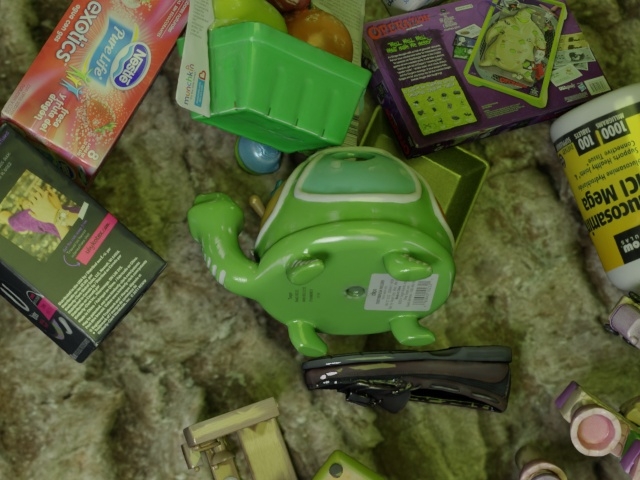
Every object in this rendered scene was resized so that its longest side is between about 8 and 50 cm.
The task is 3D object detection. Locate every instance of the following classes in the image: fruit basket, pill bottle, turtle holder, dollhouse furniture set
[{"bbox_3d":[-0.061,-0.302,1.949,0.327,0.165,0.353,16,68,-46],"label":"fruit basket"},{"bbox_3d":[0.472,-0.047,2.103,0.188,0.188,0.334,-19,82,-20],"label":"pill bottle"},{"bbox_3d":[0.013,0.008,1.916,0.320,0.243,0.227,-16,53,19],"label":"turtle holder"},{"bbox_3d":[-0.095,0.279,1.876,0.144,0.151,0.123,-18,83,-17],"label":"dollhouse furniture set"}]

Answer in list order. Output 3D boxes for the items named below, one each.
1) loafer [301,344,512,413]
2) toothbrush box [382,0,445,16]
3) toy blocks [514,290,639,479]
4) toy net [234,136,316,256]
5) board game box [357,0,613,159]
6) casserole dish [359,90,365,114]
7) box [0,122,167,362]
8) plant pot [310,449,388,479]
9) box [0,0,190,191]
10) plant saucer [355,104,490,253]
[{"bbox_3d":[0.124,0.195,1.988,0.302,0.109,0.095,-2,82,-19],"label":"loafer"},{"bbox_3d":[0.141,-0.495,2.150,0.206,0.122,0.283,-28,87,-20],"label":"toothbrush box"},{"bbox_3d":[0.448,0.285,1.923,0.288,0.260,0.309,33,98,-6],"label":"toy blocks"},{"bbox_3d":[-0.053,-0.045,2.027,0.122,0.045,0.232,4,78,-29],"label":"toy net"},{"bbox_3d":[0.236,-0.253,2.127,0.346,0.056,0.208,-16,76,-24],"label":"board game box"},{"bbox_3d":[-0.024,-0.230,2.081,0.188,0.037,0.114,37,69,-6],"label":"casserole dish"},{"bbox_3d":[-0.349,0.008,1.857,0.270,0.165,0.143,42,69,-3],"label":"box"},{"bbox_3d":[0.045,0.406,1.823,0.228,0.207,0.227,32,69,17],"label":"plant pot"},{"bbox_3d":[-0.293,-0.227,1.940,0.142,0.154,0.300,31,69,-8],"label":"box"},{"bbox_3d":[0.122,-0.067,2.080,0.188,0.045,0.188,27,71,-8],"label":"plant saucer"}]
